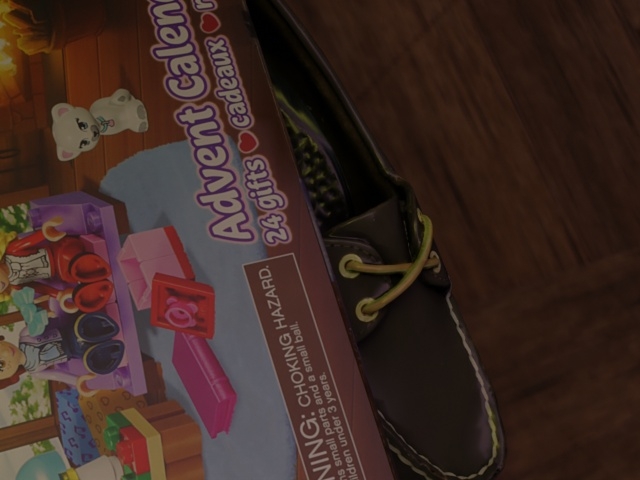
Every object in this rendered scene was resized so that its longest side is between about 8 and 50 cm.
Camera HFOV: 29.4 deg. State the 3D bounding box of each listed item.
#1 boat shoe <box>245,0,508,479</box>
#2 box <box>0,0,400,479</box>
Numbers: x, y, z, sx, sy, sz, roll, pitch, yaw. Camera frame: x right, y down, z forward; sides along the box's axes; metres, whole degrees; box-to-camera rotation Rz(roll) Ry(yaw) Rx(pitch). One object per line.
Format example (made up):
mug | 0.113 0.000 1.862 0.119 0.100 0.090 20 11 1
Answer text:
boat shoe | 0.000 0.000 0.443 0.081 0.069 0.227 -32 86 -38
box | -0.086 0.062 0.327 0.201 0.057 0.293 -14 75 -16
